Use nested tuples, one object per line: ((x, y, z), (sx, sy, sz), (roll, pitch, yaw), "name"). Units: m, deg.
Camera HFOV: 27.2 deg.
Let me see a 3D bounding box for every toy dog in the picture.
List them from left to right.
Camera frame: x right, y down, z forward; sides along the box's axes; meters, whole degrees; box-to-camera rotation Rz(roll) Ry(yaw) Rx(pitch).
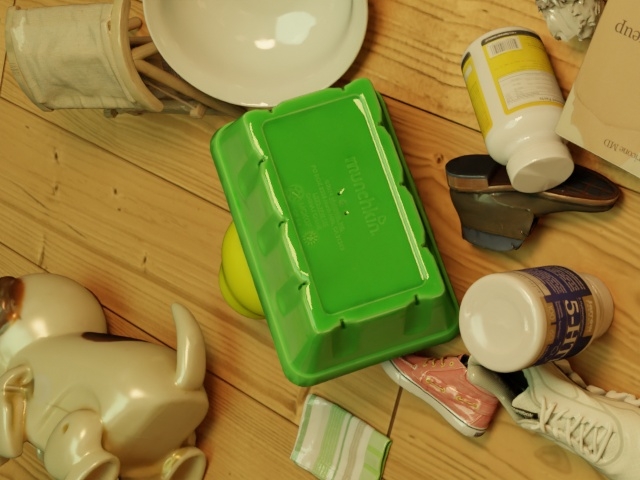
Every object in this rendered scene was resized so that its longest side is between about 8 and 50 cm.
((-0.381, 0.213, 2.031), (0.408, 0.285, 0.395), (39, 118, 34), "toy dog")

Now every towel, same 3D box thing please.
((0.026, 0.293, 1.848), (0.152, 0.023, 0.113), (26, 111, 37), "towel")

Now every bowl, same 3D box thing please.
((-0.079, -0.336, 1.770), (0.298, 0.134, 0.297), (4, 127, 5), "bowl")

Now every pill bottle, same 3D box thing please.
((0.234, -0.152, 1.543), (0.103, 0.103, 0.184), (-38, 52, 37), "pill bottle")
((0.255, 0.085, 1.518), (0.112, 0.187, 0.112), (5, 97, 41), "pill bottle")

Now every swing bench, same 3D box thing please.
((-0.281, -0.258, 1.912), (0.253, 0.255, 0.165), (6, 98, 41), "swing bench")

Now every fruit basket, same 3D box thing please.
((0.000, 0.000, 1.740), (0.392, 0.283, 0.392), (163, 90, -83), "fruit basket")

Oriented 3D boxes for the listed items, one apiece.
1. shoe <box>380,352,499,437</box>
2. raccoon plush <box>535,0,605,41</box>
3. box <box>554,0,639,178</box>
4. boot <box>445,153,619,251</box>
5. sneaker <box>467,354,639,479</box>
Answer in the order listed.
((0.157, 0.169, 1.698), (0.178, 0.063, 0.081), (39, 116, 26), "shoe")
((0.335, -0.479, 1.457), (0.299, 0.216, 0.446), (-16, 113, 27), "raccoon plush")
((0.390, -0.226, 1.416), (0.148, 0.121, 0.311), (32, 114, 34), "box")
((0.258, -0.038, 1.599), (0.219, 0.082, 0.106), (12, 127, 32), "boot")
((0.294, 0.207, 1.544), (0.292, 0.118, 0.110), (35, 114, 32), "sneaker")
